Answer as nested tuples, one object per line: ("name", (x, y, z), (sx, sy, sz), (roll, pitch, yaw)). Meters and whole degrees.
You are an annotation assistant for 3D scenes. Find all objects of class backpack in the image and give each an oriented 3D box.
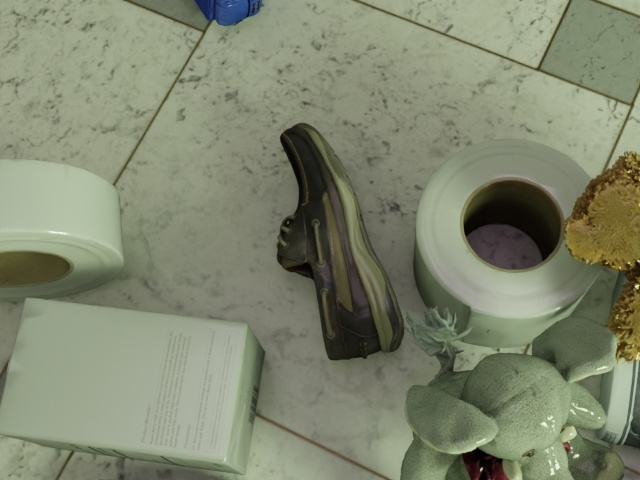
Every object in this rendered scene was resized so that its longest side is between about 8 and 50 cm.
("backpack", (-0.129, -0.396, 1.496), (0.120, 0.098, 0.101), (-30, 80, -20))

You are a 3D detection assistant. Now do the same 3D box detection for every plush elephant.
("plush elephant", (0.214, 0.216, 1.070), (0.272, 0.255, 0.330), (-26, 89, -11))

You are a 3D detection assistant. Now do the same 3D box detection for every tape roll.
("tape roll", (0.247, 0.007, 1.285), (0.246, 0.169, 0.246), (-1, 70, 3))
("tape roll", (-0.407, -0.005, 1.279), (0.286, 0.286, 0.100), (-9, 71, 1))

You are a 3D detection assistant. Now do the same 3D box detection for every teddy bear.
("teddy bear", (0.439, 0.048, 1.128), (0.338, 0.113, 0.245), (21, 95, 6))

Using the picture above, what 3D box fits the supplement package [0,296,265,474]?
("supplement package", (-0.237, 0.192, 1.251), (0.293, 0.175, 0.177), (7, 73, 6))

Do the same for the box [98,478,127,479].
("box", (-0.197, 0.457, 1.218), (0.201, 0.057, 0.293), (2, 71, 5))

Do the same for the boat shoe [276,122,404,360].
("boat shoe", (0.000, 0.000, 1.326), (0.130, 0.132, 0.355), (-21, 69, -3))

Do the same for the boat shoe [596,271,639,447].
("boat shoe", (0.436, 0.123, 1.264), (0.102, 0.108, 0.301), (11, 74, 8))
